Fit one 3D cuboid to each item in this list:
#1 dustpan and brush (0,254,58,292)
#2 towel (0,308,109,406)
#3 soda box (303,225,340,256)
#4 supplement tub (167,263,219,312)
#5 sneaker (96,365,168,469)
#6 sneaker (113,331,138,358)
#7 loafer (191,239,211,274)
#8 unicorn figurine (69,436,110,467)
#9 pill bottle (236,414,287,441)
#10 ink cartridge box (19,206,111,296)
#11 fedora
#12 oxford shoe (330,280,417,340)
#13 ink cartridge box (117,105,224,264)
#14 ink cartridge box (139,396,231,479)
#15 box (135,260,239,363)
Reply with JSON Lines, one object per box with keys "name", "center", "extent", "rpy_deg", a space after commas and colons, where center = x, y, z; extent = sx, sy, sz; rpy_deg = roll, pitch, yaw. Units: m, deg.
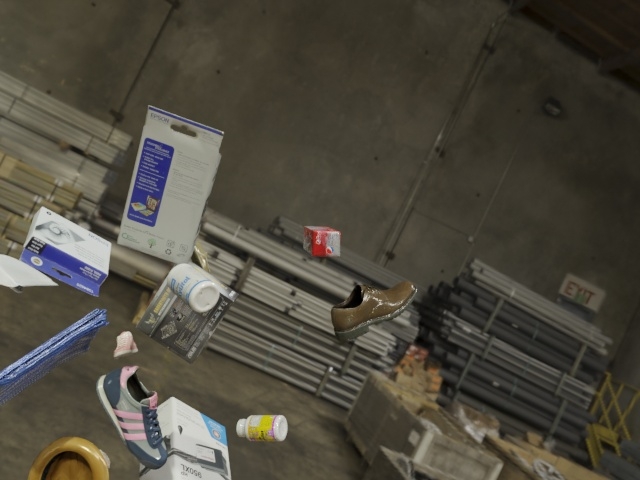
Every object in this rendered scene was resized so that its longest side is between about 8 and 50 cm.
{"name": "dustpan and brush", "center": [-0.692, 0.061, 1.221], "extent": [0.211, 0.060, 0.147], "rpy_deg": [34, 0, 7]}
{"name": "towel", "center": [-0.589, 0.265, 1.238], "extent": [0.040, 0.243, 0.336], "rpy_deg": [52, -36, 1]}
{"name": "soda box", "center": [0.000, 0.000, 1.905], "extent": [0.092, 0.084, 0.263], "rpy_deg": [2, 4, -9]}
{"name": "supplement tub", "center": [-0.269, 0.100, 1.207], "extent": [0.107, 0.071, 0.071], "rpy_deg": [27, -1, 41]}
{"name": "sneaker", "center": [-0.506, 0.505, 1.628], "extent": [0.319, 0.131, 0.112], "rpy_deg": [60, 13, -10]}
{"name": "sneaker", "center": [-0.574, 0.303, 1.656], "extent": [0.134, 0.050, 0.070], "rpy_deg": [99, -32, -84]}
{"name": "loafer", "center": [-0.375, 0.059, 1.793], "extent": [0.050, 0.148, 0.056], "rpy_deg": [-23, 3, -44]}
{"name": "unicorn figurine", "center": [-0.677, 0.621, 1.669], "extent": [0.111, 0.060, 0.162], "rpy_deg": [37, -8, -35]}
{"name": "pill bottle", "center": [-0.103, 0.326, 0.992], "extent": [0.083, 0.044, 0.043], "rpy_deg": [-8, -16, 22]}
{"name": "ink cartridge box", "center": [-0.681, 0.028, 1.549], "extent": [0.223, 0.045, 0.224], "rpy_deg": [34, 19, -32]}
{"name": "fedora", "center": [-0.536, 0.525, 1.240], "extent": [0.194, 0.194, 0.079], "rpy_deg": [26, -10, 7]}
{"name": "oxford shoe", "center": [0.124, 0.135, 1.281], "extent": [0.082, 0.227, 0.096], "rpy_deg": [8, -61, 60]}
{"name": "ink cartridge box", "center": [-0.320, -0.116, 1.232], "extent": [0.165, 0.333, 0.065], "rpy_deg": [20, 26, -6]}
{"name": "ink cartridge box", "center": [-0.452, 0.777, 1.928], "extent": [0.285, 0.166, 0.395], "rpy_deg": [45, 13, -35]}
{"name": "box", "center": [-0.354, 0.187, 1.515], "extent": [0.183, 0.231, 0.056], "rpy_deg": [34, 16, -2]}
